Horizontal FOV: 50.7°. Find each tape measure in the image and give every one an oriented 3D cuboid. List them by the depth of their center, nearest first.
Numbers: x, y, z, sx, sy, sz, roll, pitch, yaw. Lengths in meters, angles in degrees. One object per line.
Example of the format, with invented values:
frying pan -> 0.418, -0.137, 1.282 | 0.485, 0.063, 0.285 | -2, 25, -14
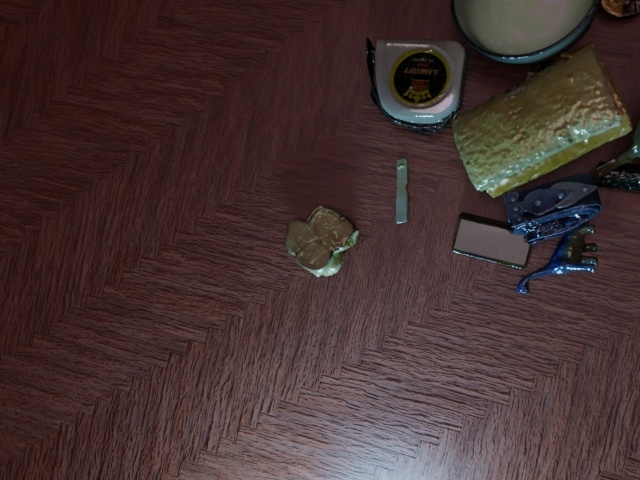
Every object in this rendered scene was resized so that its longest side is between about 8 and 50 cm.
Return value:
tape measure -> 0.233, -0.396, 1.749 | 0.271, 0.133, 0.231 | 9, 84, 15

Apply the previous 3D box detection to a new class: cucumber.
cucumber -> 0.824, -0.147, 1.639 | 0.294, 0.067, 0.067 | 7, 91, 12

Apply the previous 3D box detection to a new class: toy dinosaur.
toy dinosaur -> 0.594, 0.016, 1.692 | 0.188, 0.075, 0.247 | -1, 73, 25

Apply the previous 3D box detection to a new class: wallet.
wallet -> 0.446, 0.001, 1.743 | 0.198, 0.031, 0.110 | 14, 93, 12

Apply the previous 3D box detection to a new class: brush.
brush -> 0.219, -0.131, 1.800 | 0.033, 0.030, 0.178 | -4, 78, 29

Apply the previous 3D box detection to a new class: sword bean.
sword bean -> 0.593, -0.514, 1.710 | 0.043, 0.038, 0.269 | 25, 96, -13

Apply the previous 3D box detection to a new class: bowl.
bowl -> 0.509, -0.574, 1.632 | 0.354, 0.185, 0.353 | -6, 78, 26

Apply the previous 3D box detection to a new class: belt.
belt -> 0.571, -0.072, 1.647 | 0.218, 0.122, 0.128 | -19, 63, 21

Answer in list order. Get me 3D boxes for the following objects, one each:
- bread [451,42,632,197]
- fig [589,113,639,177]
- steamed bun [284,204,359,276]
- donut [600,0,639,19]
bread -> 0.515, -0.284, 1.607 | 0.375, 0.165, 0.236 | -26, 65, 31
fig -> 0.793, -0.245, 1.542 | 0.369, 0.286, 0.286 | -24, 84, 18
steamed bun -> 0.000, 0.000, 1.812 | 0.192, 0.106, 0.177 | 32, 83, 24
donut -> 0.752, -0.610, 1.661 | 0.140, 0.059, 0.140 | 0, 89, 12
